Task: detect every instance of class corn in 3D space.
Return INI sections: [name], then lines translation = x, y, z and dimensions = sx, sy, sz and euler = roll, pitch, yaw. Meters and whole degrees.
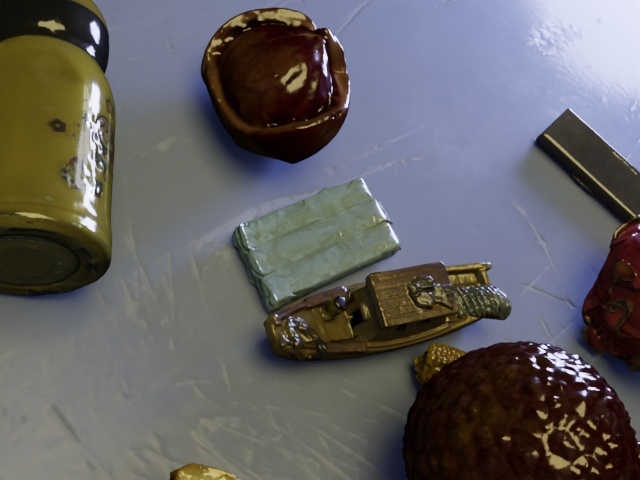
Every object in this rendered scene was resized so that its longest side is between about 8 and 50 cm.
[corn]
translation = 0.207, 0.184, 1.231
dimensions = 0.207, 0.068, 0.068
euler = 28, 56, -6

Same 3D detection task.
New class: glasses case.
[glasses case]
translation = 0.403, -0.105, 1.491
dimensions = 0.191, 0.042, 0.072
euler = 43, 62, 3

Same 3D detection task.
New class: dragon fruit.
[dragon fruit]
translation = 0.422, 0.095, 1.347
dimensions = 0.218, 0.148, 0.223
euler = 23, 40, -48

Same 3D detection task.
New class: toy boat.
[toy boat]
translation = 0.083, 0.082, 1.204
dimensions = 0.321, 0.121, 0.089
euler = -9, 73, -28

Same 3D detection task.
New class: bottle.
[bottle]
translation = -0.304, -0.129, 1.120
dimensions = 0.172, 0.171, 0.351
euler = 9, 59, -19

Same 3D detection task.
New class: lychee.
[lychee]
translation = 0.214, 0.229, 1.073
dimensions = 0.261, 0.260, 0.260
euler = 10, 60, -18

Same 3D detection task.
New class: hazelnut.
[hazelnut]
translation = -0.057, -0.192, 1.267
dimensions = 0.170, 0.160, 0.201
euler = -33, 85, -32

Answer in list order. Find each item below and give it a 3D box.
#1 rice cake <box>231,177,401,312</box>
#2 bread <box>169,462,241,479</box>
[rice cake]
translation = 0.000, 0.000, 1.260
dimensions = 0.211, 0.038, 0.124
euler = -18, 72, -31
[bread]
translation = -0.085, 0.327, 0.984
dimensions = 0.229, 0.139, 0.143
euler = 43, 58, 4
